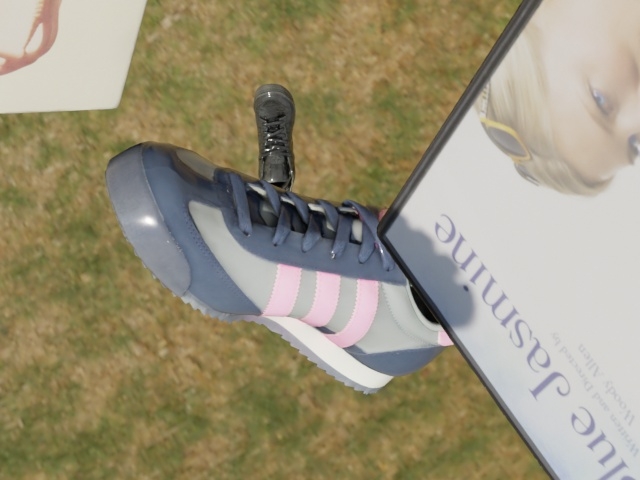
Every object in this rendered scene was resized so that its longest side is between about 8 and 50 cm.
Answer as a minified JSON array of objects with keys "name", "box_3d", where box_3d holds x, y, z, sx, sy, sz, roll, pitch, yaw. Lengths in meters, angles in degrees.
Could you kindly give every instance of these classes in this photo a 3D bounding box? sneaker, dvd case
[{"name":"sneaker","box_3d":[0.000,0.000,0.854,0.131,0.112,0.319,-30,146,24]},{"name":"dvd case","box_3d":[0.115,0.000,0.445,0.022,0.180,0.253,-26,161,-30]},{"name":"sneaker","box_3d":[-0.053,-0.108,1.596,0.051,0.089,0.170,-4,147,-1]}]

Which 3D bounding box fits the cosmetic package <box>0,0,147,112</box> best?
[{"name":"cosmetic package","box_3d":[-0.186,-0.238,0.885,0.129,0.153,0.296,-6,145,-25]}]
